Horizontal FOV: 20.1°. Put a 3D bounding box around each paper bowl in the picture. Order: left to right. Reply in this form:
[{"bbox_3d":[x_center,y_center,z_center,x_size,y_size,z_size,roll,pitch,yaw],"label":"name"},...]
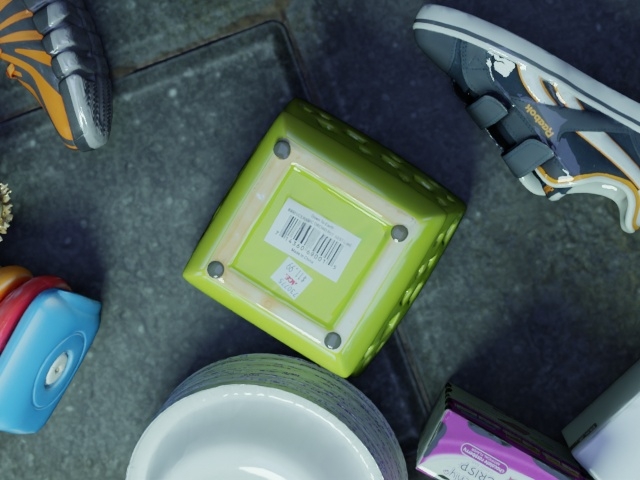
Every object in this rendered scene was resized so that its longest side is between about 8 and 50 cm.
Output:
[{"bbox_3d":[-0.060,0.269,1.831,0.284,0.148,0.284,4,109,12],"label":"paper bowl"}]

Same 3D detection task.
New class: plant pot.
[{"bbox_3d":[0.000,0.000,1.825,0.228,0.207,0.227,32,95,3],"label":"plant pot"}]

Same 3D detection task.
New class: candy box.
[{"bbox_3d":[0.180,0.221,1.808,0.159,0.233,0.071,29,94,3],"label":"candy box"}]

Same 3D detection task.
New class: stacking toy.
[{"bbox_3d":[-0.396,0.066,1.900,0.302,0.175,0.166,28,88,16],"label":"stacking toy"}]

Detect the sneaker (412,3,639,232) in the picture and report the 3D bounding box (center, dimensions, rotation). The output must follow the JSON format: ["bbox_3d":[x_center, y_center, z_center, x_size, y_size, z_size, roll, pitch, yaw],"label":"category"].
[{"bbox_3d":[0.221,-0.122,1.844,0.321,0.126,0.127,29,88,1],"label":"sneaker"}]

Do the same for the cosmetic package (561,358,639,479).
[{"bbox_3d":[0.365,0.221,1.836,0.151,0.151,0.184,-43,90,4],"label":"cosmetic package"}]

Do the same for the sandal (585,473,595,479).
[{"bbox_3d":[0.276,0.385,1.871,0.086,0.120,0.303,1,102,9],"label":"sandal"}]

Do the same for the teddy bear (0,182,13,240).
[{"bbox_3d":[-0.471,-0.062,1.872,0.338,0.113,0.245,20,73,17],"label":"teddy bear"}]

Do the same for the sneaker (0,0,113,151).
[{"bbox_3d":[-0.340,-0.221,1.894,0.180,0.124,0.321,-22,80,9],"label":"sneaker"}]
